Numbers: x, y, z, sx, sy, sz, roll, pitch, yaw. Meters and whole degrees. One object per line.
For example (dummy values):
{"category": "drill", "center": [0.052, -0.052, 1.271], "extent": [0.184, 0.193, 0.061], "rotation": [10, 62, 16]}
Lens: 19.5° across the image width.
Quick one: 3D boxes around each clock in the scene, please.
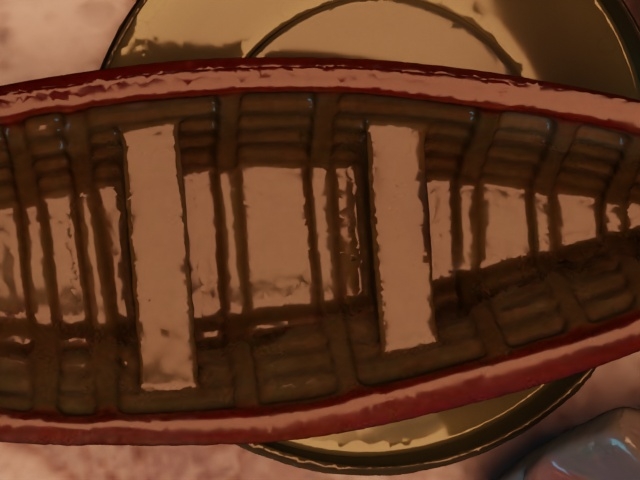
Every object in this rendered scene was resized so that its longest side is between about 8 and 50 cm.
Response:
{"category": "clock", "center": [0.023, -0.024, 0.722], "extent": [0.235, 0.029, 0.235], "rotation": [-1, 97, -9]}

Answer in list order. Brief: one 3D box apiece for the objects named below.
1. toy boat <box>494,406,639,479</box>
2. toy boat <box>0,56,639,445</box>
{"category": "toy boat", "center": [0.205, 0.152, 0.714], "extent": [0.290, 0.199, 0.100], "rotation": [38, 53, -7]}
{"category": "toy boat", "center": [0.000, 0.000, 0.669], "extent": [0.392, 0.079, 0.136], "rotation": [-4, 97, -8]}
